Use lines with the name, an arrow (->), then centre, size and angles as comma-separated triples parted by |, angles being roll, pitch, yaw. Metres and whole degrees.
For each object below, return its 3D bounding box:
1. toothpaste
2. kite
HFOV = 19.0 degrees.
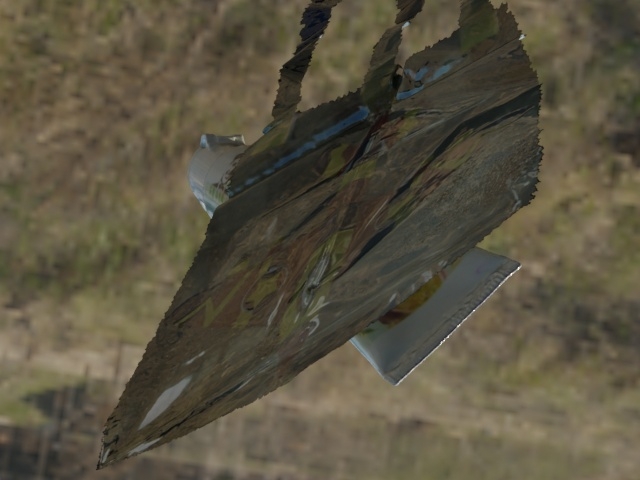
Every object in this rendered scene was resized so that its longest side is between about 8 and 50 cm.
toothpaste -> 0.000, 0.000, 0.975 | 0.056, 0.058, 0.314 | 3, -167, -24
kite -> 0.013, -0.039, 0.514 | 0.141, 0.245, 0.015 | -29, 117, 30
